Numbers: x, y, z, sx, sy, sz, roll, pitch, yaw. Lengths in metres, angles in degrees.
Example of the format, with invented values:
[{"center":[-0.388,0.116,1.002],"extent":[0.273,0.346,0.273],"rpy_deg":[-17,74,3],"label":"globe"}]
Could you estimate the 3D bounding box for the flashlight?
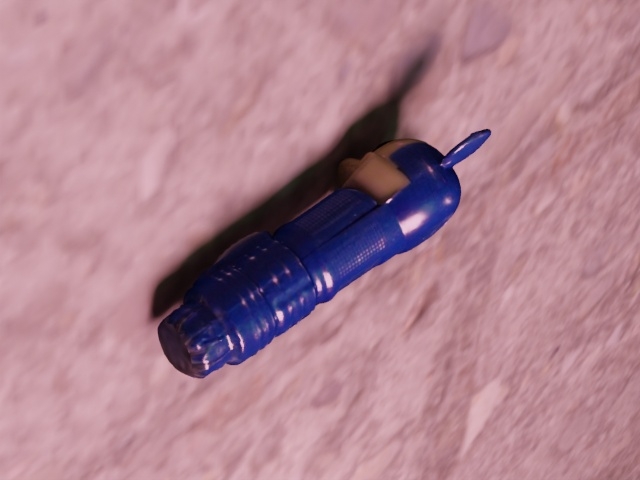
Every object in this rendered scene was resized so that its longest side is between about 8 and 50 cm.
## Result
[{"center":[0.000,0.000,0.501],"extent":[0.121,0.035,0.057],"rpy_deg":[-33,171,-28],"label":"flashlight"}]
